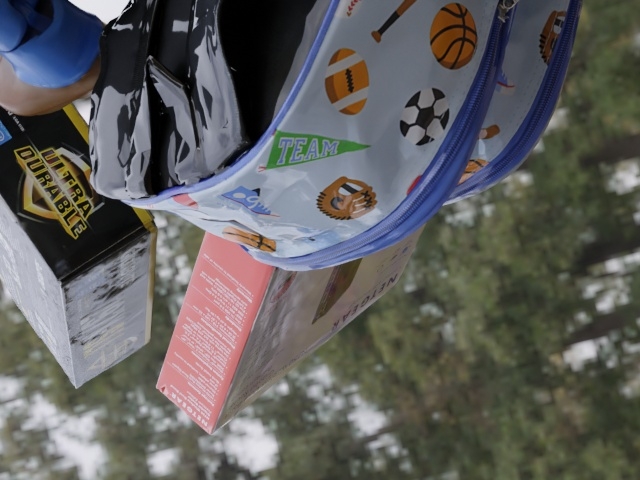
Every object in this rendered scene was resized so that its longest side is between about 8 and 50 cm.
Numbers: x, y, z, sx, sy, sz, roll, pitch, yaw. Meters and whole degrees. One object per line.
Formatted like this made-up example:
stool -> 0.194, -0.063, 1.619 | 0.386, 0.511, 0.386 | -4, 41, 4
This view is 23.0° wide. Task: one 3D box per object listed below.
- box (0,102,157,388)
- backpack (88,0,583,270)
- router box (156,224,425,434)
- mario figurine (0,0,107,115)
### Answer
box -> -0.217, -0.047, 1.104 | 0.257, 0.079, 0.322 | 55, 165, 11
backpack -> 0.001, -0.117, 0.807 | 0.213, 0.276, 0.263 | 30, -111, -23
router box -> 0.000, 0.000, 1.595 | 0.082, 0.301, 0.335 | 38, -133, 16
mario figurine -> -0.240, -0.186, 0.801 | 0.320, 0.170, 0.198 | 35, -154, -53
